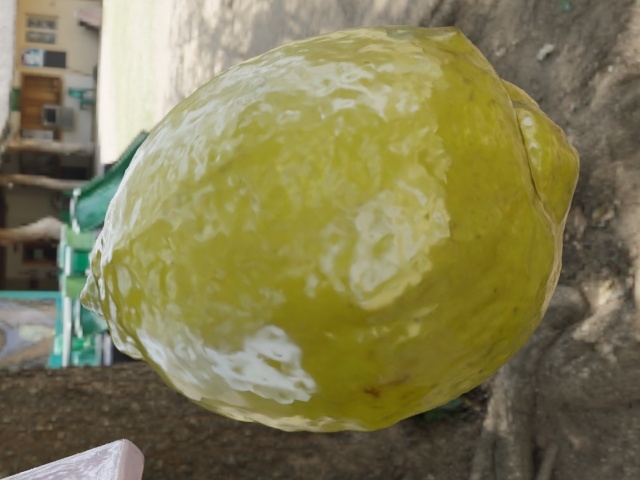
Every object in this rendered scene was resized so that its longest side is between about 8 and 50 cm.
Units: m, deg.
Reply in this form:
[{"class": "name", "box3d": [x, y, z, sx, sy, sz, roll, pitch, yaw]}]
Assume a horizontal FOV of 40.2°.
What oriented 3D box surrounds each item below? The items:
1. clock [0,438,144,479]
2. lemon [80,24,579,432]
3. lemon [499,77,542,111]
[{"class": "clock", "box3d": [-0.029, 0.261, 0.365, 0.275, 0.080, 0.290, 44, -151, -49]}, {"class": "lemon", "box3d": [0.007, -0.001, 0.602, 0.316, 0.285, 0.285, -48, 24, 5]}, {"class": "lemon", "box3d": [0.202, -0.090, 1.188, 0.258, 0.257, 0.310, 123, 163, -61]}]
